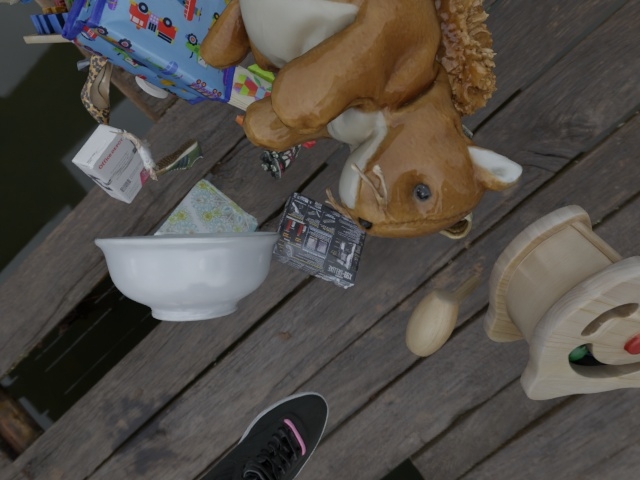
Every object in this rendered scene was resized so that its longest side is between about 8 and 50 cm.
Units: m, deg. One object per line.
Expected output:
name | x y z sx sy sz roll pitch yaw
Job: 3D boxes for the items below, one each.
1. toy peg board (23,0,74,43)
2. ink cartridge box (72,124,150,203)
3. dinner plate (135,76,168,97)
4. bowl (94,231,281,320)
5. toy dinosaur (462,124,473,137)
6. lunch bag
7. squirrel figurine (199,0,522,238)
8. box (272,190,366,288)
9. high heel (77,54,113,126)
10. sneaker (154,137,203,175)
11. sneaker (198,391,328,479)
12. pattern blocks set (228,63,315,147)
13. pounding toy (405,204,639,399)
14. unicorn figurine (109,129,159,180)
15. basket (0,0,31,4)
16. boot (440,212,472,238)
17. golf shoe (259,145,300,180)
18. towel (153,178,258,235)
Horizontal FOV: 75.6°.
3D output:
toy peg board | -0.535 -0.486 0.892 0.161 0.161 0.079 10 128 23
ink cartridge box | -0.743 -0.274 1.497 0.100 0.237 0.172 20 69 16
dinner plate | -0.718 -0.666 1.767 0.141 0.141 0.017 44 120 -3
bowl | -0.213 0.055 0.702 0.297 0.298 0.134 -2 93 5
toy dinosaur | 0.276 -0.357 1.056 0.267 0.064 0.118 22 89 8
lunch bag | -0.223 -0.400 0.642 0.138 0.220 0.294 16 88 43
squirrel figurine | 0.100 -0.208 0.497 0.397 0.281 0.371 -37 93 -26
box | 0.000 0.000 1.438 0.307 0.076 0.243 22 66 -15
high heel | -0.826 -0.571 1.572 0.186 0.093 0.262 0 111 31
sneaker | -0.506 -0.281 1.497 0.192 0.086 0.064 -44 53 -16
sneaker | -0.066 0.297 0.525 0.147 0.295 0.105 -35 85 50
pattern blocks set | -0.165 -0.388 1.112 0.324 0.286 0.026 13 141 -27
pounding toy | 0.215 0.034 0.372 0.269 0.155 0.154 1 128 -16
unicorn figurine | -0.514 -0.255 1.192 0.060 0.111 0.162 -38 98 -6
basket | -0.371 -0.374 0.418 0.201 0.254 0.289 47 74 -12
boot | 0.262 -0.137 0.877 0.095 0.262 0.204 -7 61 25
golf shoe | -0.120 -0.298 1.257 0.120 0.273 0.105 -41 83 -18
towel | -0.460 -0.040 1.708 0.320 0.375 0.090 39 140 -17
